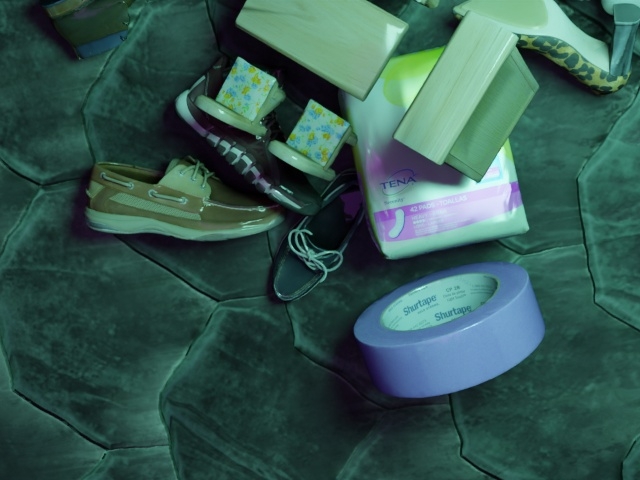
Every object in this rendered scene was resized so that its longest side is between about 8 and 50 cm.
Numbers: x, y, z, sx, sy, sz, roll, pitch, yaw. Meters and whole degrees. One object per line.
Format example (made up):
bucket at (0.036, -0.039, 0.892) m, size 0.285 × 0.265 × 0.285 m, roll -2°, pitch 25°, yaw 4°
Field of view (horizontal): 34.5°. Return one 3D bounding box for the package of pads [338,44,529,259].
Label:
package of pads at (0.160, -0.131, 1.523) m, size 0.229 × 0.101 × 0.296 m, roll -12°, pitch 89°, yaw 1°

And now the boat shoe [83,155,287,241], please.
boat shoe at (-0.214, -0.070, 1.614) m, size 0.325 × 0.123 × 0.116 m, roll 2°, pitch 106°, yaw 3°

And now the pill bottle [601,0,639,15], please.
pill bottle at (0.458, -0.374, 1.443) m, size 0.229 × 0.131 × 0.131 m, roll 10°, pitch 108°, yaw 2°

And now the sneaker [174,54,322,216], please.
sneaker at (-0.076, -0.174, 1.560) m, size 0.281 × 0.106 × 0.162 m, roll 41°, pitch 101°, yaw 4°

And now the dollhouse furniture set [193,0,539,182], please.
dollhouse furniture set at (0.059, -0.249, 1.339) m, size 0.394 × 0.256 × 0.362 m, roll 33°, pitch 97°, yaw 17°

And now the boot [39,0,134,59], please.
boot at (-0.302, -0.356, 1.566) m, size 0.219 × 0.082 × 0.106 m, roll -17°, pitch 127°, yaw 6°

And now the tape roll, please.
tape roll at (0.192, 0.130, 1.554) m, size 0.275 × 0.275 × 0.090 m, roll -19°, pitch 106°, yaw 11°

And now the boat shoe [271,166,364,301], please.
boat shoe at (0.000, 0.000, 1.634) m, size 0.095 × 0.079 × 0.254 m, roll 38°, pitch 107°, yaw -6°

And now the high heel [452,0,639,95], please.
high heel at (0.321, -0.274, 1.493) m, size 0.261 × 0.093 × 0.186 m, roll 8°, pitch 153°, yaw 11°
